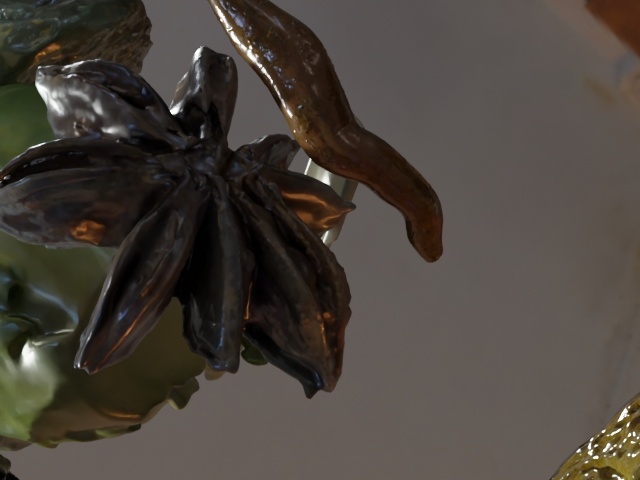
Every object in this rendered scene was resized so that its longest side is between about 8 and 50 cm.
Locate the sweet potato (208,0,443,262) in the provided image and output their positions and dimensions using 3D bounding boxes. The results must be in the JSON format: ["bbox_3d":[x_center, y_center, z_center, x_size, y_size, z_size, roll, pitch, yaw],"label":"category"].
[{"bbox_3d":[0.002,-0.060,0.701,0.179,0.044,0.044,49,-137,-1],"label":"sweet potato"}]

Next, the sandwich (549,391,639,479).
[{"bbox_3d":[0.169,0.189,0.605,0.249,0.273,0.095,48,-172,-3],"label":"sandwich"}]

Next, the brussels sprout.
[{"bbox_3d":[-0.222,0.034,1.187,0.276,0.371,0.315,-36,-76,-27],"label":"brussels sprout"}]

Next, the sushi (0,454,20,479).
[{"bbox_3d":[-0.267,0.135,0.930,0.264,0.290,0.050,19,-90,-33],"label":"sushi"}]

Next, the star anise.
[{"bbox_3d":[-0.072,-0.011,0.776,0.236,0.093,0.229,37,-132,1],"label":"star anise"}]

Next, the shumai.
[{"bbox_3d":[-0.349,-0.202,1.422,0.309,0.304,0.263,-35,-102,-36],"label":"shumai"}]

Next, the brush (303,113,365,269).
[{"bbox_3d":[0.000,0.000,1.339,0.050,0.321,0.060,-18,-122,-29],"label":"brush"}]
